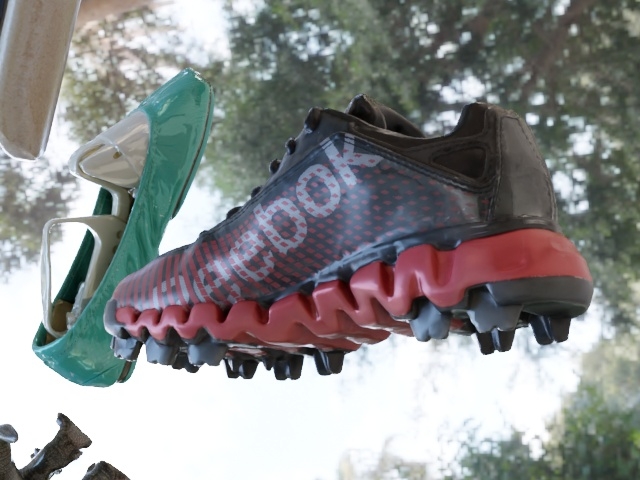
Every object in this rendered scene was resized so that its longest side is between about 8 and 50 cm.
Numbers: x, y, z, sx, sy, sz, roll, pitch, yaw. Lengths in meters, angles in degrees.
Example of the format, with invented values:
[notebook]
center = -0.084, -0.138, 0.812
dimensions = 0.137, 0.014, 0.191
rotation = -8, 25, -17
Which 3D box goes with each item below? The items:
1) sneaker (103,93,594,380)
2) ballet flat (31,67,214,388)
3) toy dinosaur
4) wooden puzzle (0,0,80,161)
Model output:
[sneaker]
center = 0.000, 0.000, 0.545
dimensions = 0.098, 0.276, 0.135
rotation = 18, -116, -55
[ballet flat]
center = -0.147, -0.018, 0.745
dimensions = 0.087, 0.083, 0.247
rotation = 20, -97, -35
[toy dinosaur]
center = -0.213, 0.221, 0.747
dimensions = 0.121, 0.313, 0.160
rotation = 35, -121, -5
[wooden puzzle]
center = -0.180, -0.237, 0.476
dimensions = 0.081, 0.348, 0.322
rotation = 5, -72, -39
